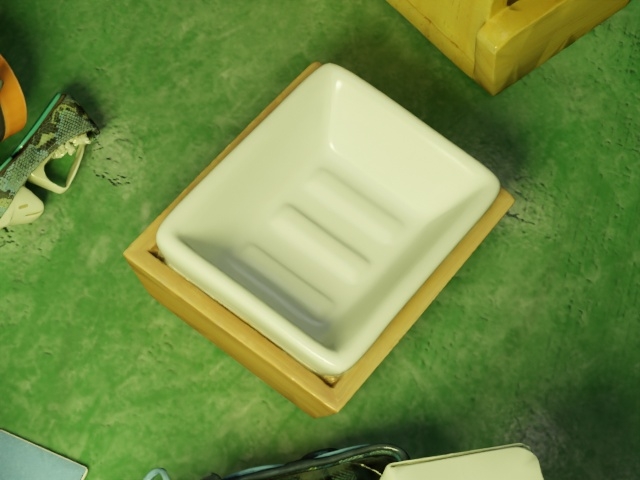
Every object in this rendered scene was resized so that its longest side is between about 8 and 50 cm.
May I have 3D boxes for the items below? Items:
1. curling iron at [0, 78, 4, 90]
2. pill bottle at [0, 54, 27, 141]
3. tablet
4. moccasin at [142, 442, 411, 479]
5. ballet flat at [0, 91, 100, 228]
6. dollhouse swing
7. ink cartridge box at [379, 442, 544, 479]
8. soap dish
[{"bbox_3d":[-0.309,-0.006,1.514,0.068,0.035,0.274,15,82,-18],"label":"curling iron"},{"bbox_3d":[-0.374,-0.084,1.556,0.245,0.130,0.130,-31,69,-29],"label":"pill bottle"},{"bbox_3d":[-0.238,0.192,1.485,0.083,0.006,0.054,23,55,3],"label":"tablet"},{"bbox_3d":[-0.083,0.226,1.432,0.342,0.117,0.138,-23,65,-27],"label":"moccasin"},{"bbox_3d":[-0.258,-0.054,1.610,0.070,0.070,0.188,31,59,7],"label":"ballet flat"},{"bbox_3d":[0.142,-0.380,1.777,0.315,0.305,0.347,-35,70,-30],"label":"dollhouse swing"},{"bbox_3d":[0.095,0.298,1.335,0.114,0.273,0.197,-6,59,-18],"label":"ink cartridge box"},{"bbox_3d":[0.000,0.000,1.603,0.229,0.118,0.291,36,56,10],"label":"soap dish"}]
